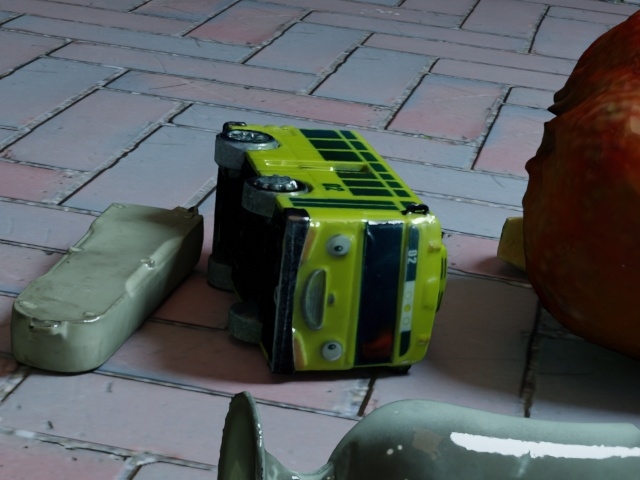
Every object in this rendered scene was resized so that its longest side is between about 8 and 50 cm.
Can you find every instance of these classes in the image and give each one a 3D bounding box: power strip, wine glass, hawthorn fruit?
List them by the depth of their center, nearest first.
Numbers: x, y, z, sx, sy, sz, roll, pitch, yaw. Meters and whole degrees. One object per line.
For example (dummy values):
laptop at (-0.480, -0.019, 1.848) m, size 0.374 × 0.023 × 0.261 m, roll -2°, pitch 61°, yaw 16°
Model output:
wine glass at (0.064, 0.139, 0.915) m, size 0.231 × 0.103 × 0.103 m, roll 6°, pitch 18°, yaw -16°
power strip at (-0.158, 0.031, 1.250) m, size 0.080 × 0.048 × 0.286 m, roll 7°, pitch 18°, yaw 9°
hawthorn fruit at (0.317, -0.026, 1.257) m, size 0.330 × 0.287 × 0.287 m, roll 24°, pitch 19°, yaw 1°

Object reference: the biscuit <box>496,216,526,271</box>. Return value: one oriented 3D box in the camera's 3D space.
biscuit at (0.247, 0.017, 1.423) m, size 0.188 × 0.052 × 0.056 m, roll 14°, pitch 7°, yaw 18°

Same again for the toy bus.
toy bus at (0.000, 0.000, 1.269) m, size 0.150 × 0.128 × 0.262 m, roll 2°, pitch 18°, yaw -14°
